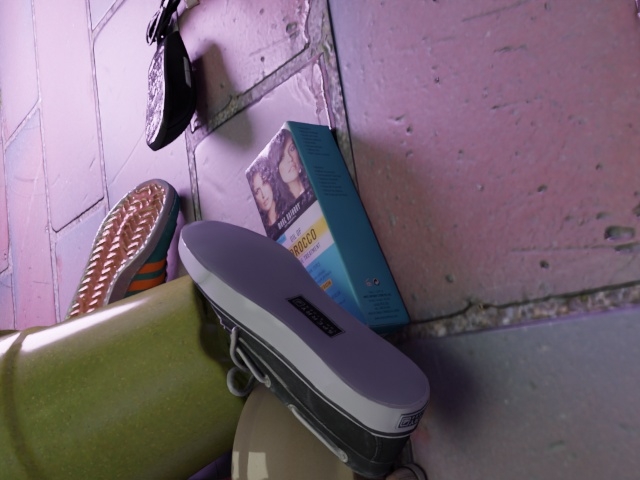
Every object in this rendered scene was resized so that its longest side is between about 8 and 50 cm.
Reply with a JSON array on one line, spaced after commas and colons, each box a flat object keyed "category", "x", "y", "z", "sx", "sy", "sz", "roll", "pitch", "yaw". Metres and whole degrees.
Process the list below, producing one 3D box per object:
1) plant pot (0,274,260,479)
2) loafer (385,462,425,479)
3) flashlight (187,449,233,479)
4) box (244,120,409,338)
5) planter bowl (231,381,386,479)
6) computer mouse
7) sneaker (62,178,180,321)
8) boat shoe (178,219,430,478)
[{"category": "plant pot", "x": -0.197, "y": 0.166, "z": 0.716, "sx": 0.254, "sy": 0.276, "sz": 0.276, "roll": -28, "pitch": 63, "yaw": 6}, {"category": "loafer", "x": 0.074, "y": 0.278, "z": 0.630, "sx": 0.045, "sy": 0.039, "sz": 0.125, "roll": 6, "pitch": 95, "yaw": 50}, {"category": "flashlight", "x": -0.151, "y": 0.214, "z": 0.860, "sx": 0.103, "sy": 0.103, "sz": 0.304, "roll": -15, "pitch": 77, "yaw": 23}, {"category": "box", "x": 0.000, "y": 0.000, "z": 0.701, "sx": 0.100, "sy": 0.060, "sz": 0.244, "roll": -43, "pitch": 59, "yaw": 41}, {"category": "planter bowl", "x": 0.001, "y": 0.215, "z": 0.646, "sx": 0.109, "sy": 0.162, "sz": 0.162, "roll": -4, "pitch": 87, "yaw": 23}, {"category": "computer mouse", "x": -0.197, "y": -0.264, "z": 0.946, "sx": 0.184, "sy": 0.060, "sz": 0.262, "roll": -43, "pitch": 47, "yaw": 47}, {"category": "sneaker", "x": -0.288, "y": 0.051, "z": 1.025, "sx": 0.108, "sy": 0.121, "sz": 0.302, "roll": 27, "pitch": 90, "yaw": 31}, {"category": "boat shoe", "x": -0.036, "y": 0.090, "z": 0.613, "sx": 0.306, "sy": 0.113, "sz": 0.105, "roll": 35, "pitch": 119, "yaw": 28}]
